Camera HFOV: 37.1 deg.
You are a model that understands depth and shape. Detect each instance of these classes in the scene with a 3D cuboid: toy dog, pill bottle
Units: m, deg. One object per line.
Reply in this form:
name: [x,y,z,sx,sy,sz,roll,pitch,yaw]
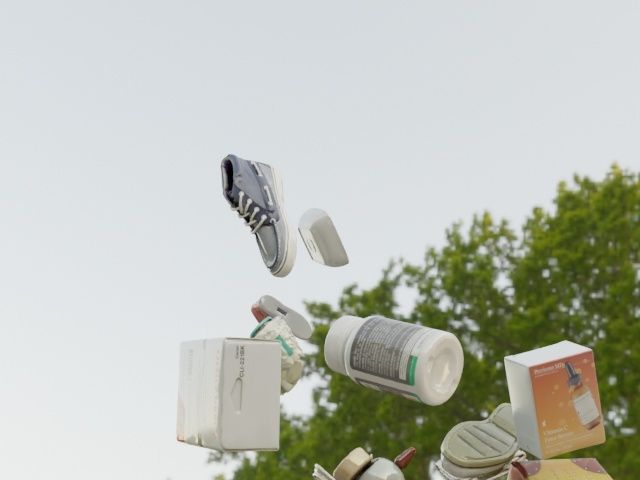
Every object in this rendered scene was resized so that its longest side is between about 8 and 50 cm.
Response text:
toy dog: [0.128,0.513,1.984,0.220,0.161,0.333,53,-18,3]
pill bottle: [0.198,0.323,2.663,0.361,0.204,0.204,10,-28,41]

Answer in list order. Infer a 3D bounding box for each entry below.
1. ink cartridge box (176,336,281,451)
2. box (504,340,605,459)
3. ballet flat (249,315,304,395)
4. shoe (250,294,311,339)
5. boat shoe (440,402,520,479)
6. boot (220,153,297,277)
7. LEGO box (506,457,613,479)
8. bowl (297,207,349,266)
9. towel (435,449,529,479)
ink cartridge box: [-0.173,0.282,1.762,0.114,0.197,0.273,5,-9,-24]
box: [0.410,0.278,1.673,0.130,0.170,0.091,-13,8,-15]
ballet flat: [-0.110,0.294,2.185,0.147,0.147,0.409,13,-20,-1]
shoe: [-0.110,0.221,2.645,0.178,0.063,0.081,38,-35,-11]
boat shoe: [0.311,0.400,1.800,0.113,0.302,0.103,34,-67,30]
boot: [-0.093,-0.035,1.346,0.086,0.190,0.069,15,-44,-36]
LEGO box: [0.494,0.694,1.726,0.193,0.500,0.372,2,-67,-17]
bowl: [0.000,0.000,2.183,0.142,0.053,0.142,65,-17,-14]
towel: [0.403,0.565,2.398,0.187,0.049,0.282,-21,-1,-5]
